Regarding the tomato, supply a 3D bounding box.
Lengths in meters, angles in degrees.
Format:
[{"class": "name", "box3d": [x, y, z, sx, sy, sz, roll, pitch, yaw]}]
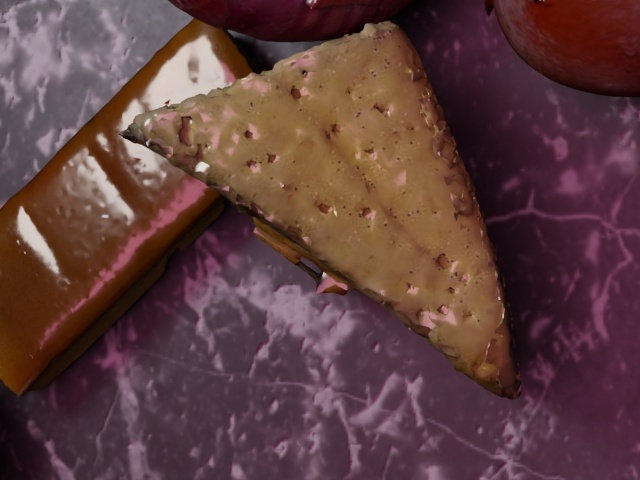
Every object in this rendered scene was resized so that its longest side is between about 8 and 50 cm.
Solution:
[{"class": "tomato", "box3d": [0.250, -0.241, 1.417, 0.264, 0.265, 0.265, 0, 89, 16]}]

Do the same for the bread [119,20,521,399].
[{"class": "bread", "box3d": [0.000, 0.000, 1.456, 0.279, 0.248, 0.315, -12, 91, -8]}]

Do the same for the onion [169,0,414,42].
[{"class": "onion", "box3d": [-0.047, -0.325, 1.507, 0.285, 0.347, 0.348, -8, 85, 58]}]

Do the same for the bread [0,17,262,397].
[{"class": "bread", "box3d": [-0.177, -0.031, 1.629, 0.361, 0.077, 0.138, -43, 77, 11]}]
